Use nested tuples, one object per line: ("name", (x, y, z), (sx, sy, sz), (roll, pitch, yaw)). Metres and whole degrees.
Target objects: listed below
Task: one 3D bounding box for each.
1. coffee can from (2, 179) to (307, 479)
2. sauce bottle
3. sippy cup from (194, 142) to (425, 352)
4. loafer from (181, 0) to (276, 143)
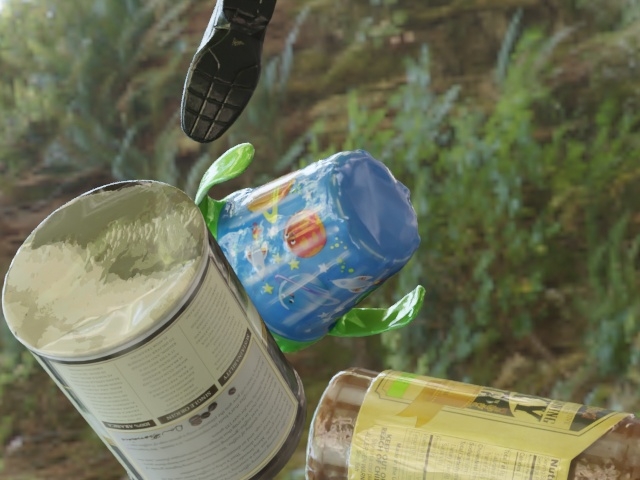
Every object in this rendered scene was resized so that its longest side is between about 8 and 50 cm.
("coffee can", (-0.151, 0.106, 1.355), (0.275, 0.201, 0.202), (63, -158, -45))
("sauce bottle", (0.165, 0.164, 0.963), (0.111, 0.344, 0.111), (9, -90, -69))
("sippy cup", (0.000, 0.000, 1.844), (0.305, 0.224, 0.240), (5, -118, -48))
("loafer", (-0.082, -0.166, 1.263), (0.061, 0.062, 0.170), (179, 114, -78))
